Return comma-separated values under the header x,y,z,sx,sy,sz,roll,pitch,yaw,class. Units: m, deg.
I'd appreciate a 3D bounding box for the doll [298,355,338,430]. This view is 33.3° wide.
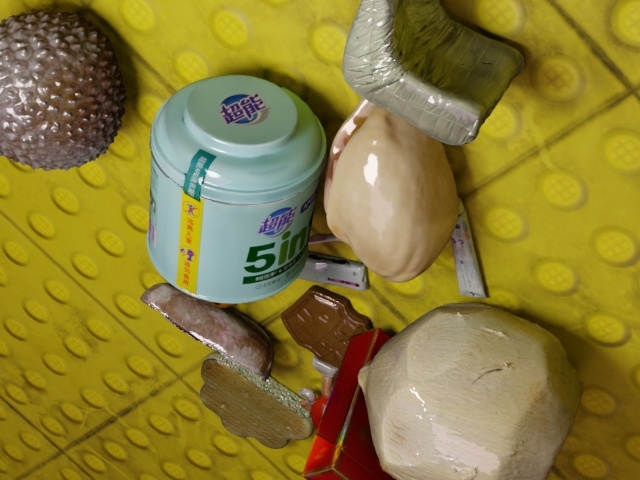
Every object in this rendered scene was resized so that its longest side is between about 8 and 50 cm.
x,y,z,sx,sy,sz,roll,pitch,yaw,class
0.036,0.353,2.210,0.183,0.085,0.217,23,130,19,doll

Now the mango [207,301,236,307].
x,y,z,sx,sy,sz,roll,pitch,yaw,class
-0.195,0.054,2.087,0.115,0.090,0.178,19,127,27,mango

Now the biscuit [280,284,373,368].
x,y,z,sx,sy,sz,roll,pitch,yaw,class
0.031,0.188,2.099,0.215,0.034,0.182,40,137,-6,biscuit

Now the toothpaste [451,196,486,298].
x,y,z,sx,sy,sz,roll,pitch,yaw,class
0.243,0.017,1.819,0.052,0.033,0.218,7,133,28,toothpaste

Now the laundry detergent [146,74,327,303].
x,y,z,sx,sy,sz,roll,pitch,yaw,class
-0.142,-0.099,1.766,0.287,0.287,0.305,24,137,12,laundry detergent

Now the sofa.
x,y,z,sx,sy,sz,roll,pitch,yaw,class
0.169,-0.276,1.480,0.225,0.210,0.176,32,136,8,sofa

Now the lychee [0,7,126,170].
x,y,z,sx,sy,sz,roll,pitch,yaw,class
-0.480,-0.252,1.857,0.300,0.300,0.300,17,134,18,lychee

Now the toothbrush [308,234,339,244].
x,y,z,sx,sy,sz,roll,pitch,yaw,class
0.000,0.000,1.966,0.204,0.017,0.022,-4,144,35,toothbrush

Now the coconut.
x,y,z,sx,sy,sz,roll,pitch,yaw,class
0.243,0.272,1.821,0.360,0.346,0.346,25,136,12,coconut

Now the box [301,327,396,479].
x,y,z,sx,sy,sz,roll,pitch,yaw,class
0.103,0.345,1.966,0.089,0.313,0.197,-24,123,42,box

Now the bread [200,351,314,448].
x,y,z,sx,sy,sz,roll,pitch,yaw,class
-0.153,0.359,2.351,0.286,0.056,0.207,38,134,-3,bread

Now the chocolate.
x,y,z,sx,sy,sz,roll,pitch,yaw,class
-0.219,0.174,2.175,0.303,0.100,0.185,30,175,4,chocolate

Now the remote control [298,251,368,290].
x,y,z,sx,sy,sz,roll,pitch,yaw,class
0.007,0.059,2.003,0.166,0.029,0.065,12,131,23,remote control

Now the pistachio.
x,y,z,sx,sy,sz,roll,pitch,yaw,class
0.113,-0.081,1.702,0.214,0.193,0.318,-5,122,-3,pistachio
